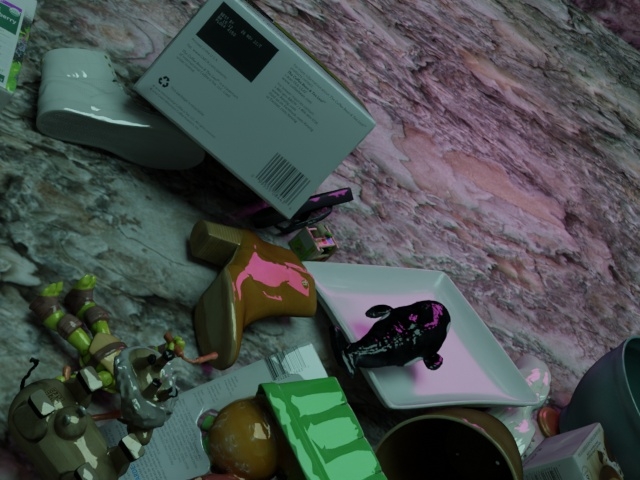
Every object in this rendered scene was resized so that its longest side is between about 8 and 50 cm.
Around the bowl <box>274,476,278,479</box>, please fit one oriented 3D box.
[{"bbox_3d":[-0.004,0.397,1.679,0.170,0.080,0.170,9,59,-14],"label":"bowl"}]

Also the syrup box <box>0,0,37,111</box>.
[{"bbox_3d":[-0.510,-0.291,1.816,0.093,0.096,0.236,27,41,-26],"label":"syrup box"}]

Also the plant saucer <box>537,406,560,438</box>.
[{"bbox_3d":[0.448,0.355,2.269,0.083,0.013,0.083,27,41,-26],"label":"plant saucer"}]

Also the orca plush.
[{"bbox_3d":[0.131,0.130,1.927,0.287,0.102,0.151,0,40,-41],"label":"orca plush"}]

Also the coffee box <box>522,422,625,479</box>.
[{"bbox_3d":[0.458,0.481,1.997,0.168,0.119,0.297,-24,90,-60],"label":"coffee box"}]

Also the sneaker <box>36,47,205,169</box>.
[{"bbox_3d":[-0.321,-0.225,1.941,0.293,0.108,0.169,17,48,-34],"label":"sneaker"}]

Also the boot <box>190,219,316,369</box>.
[{"bbox_3d":[-0.091,0.097,1.875,0.211,0.104,0.295,20,39,-33],"label":"boot"}]

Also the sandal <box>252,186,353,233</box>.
[{"bbox_3d":[-0.019,-0.049,2.109,0.254,0.097,0.054,-17,96,-51],"label":"sandal"}]

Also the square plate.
[{"bbox_3d":[0.164,0.171,2.049,0.347,0.049,0.344,5,37,-37],"label":"square plate"}]

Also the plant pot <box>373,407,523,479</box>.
[{"bbox_3d":[0.221,0.358,1.875,0.237,0.237,0.254,52,20,7],"label":"plant pot"}]

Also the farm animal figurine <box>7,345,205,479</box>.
[{"bbox_3d":[-0.295,0.303,1.409,0.330,0.172,0.326,-7,69,-35],"label":"farm animal figurine"}]

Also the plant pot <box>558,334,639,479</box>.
[{"bbox_3d":[0.575,0.352,2.234,0.293,0.196,0.293,34,37,-31],"label":"plant pot"}]

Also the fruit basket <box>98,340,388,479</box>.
[{"bbox_3d":[-0.100,0.338,1.566,0.353,0.165,0.327,-24,69,-13],"label":"fruit basket"}]

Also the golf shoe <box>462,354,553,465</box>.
[{"bbox_3d":[0.328,0.281,2.135,0.140,0.115,0.306,41,34,-4],"label":"golf shoe"}]

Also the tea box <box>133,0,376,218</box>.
[{"bbox_3d":[-0.104,-0.243,1.992,0.329,0.220,0.323,41,9,-9],"label":"tea box"}]

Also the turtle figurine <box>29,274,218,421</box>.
[{"bbox_3d":[-0.287,0.150,1.633,0.269,0.087,0.217,-21,65,-44],"label":"turtle figurine"}]

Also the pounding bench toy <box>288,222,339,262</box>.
[{"bbox_3d":[0.000,0.000,2.080,0.065,0.083,0.052,-7,61,-48],"label":"pounding bench toy"}]
